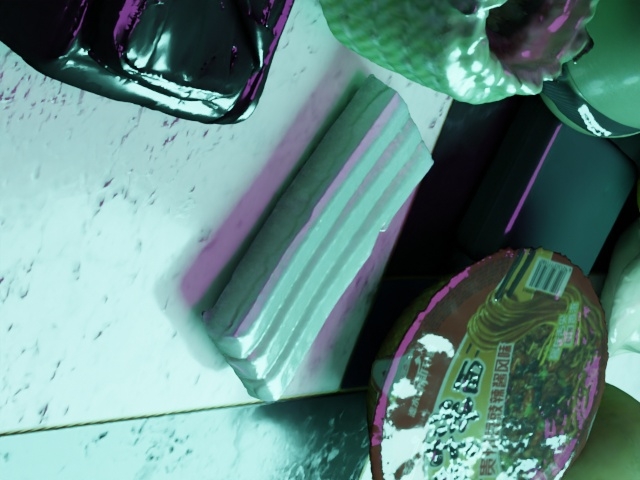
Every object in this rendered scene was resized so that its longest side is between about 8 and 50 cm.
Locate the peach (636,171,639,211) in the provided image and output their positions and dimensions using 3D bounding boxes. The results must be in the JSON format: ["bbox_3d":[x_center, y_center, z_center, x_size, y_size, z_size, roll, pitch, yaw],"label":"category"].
[{"bbox_3d":[0.410,-0.038,1.764,0.231,0.231,0.231,-39,144,-36],"label":"peach"}]

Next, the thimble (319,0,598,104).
[{"bbox_3d":[0.105,-0.202,1.286,0.219,0.150,0.219,-40,145,-36],"label":"thimble"}]

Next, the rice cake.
[{"bbox_3d":[0.000,0.000,1.397,0.237,0.043,0.127,-55,150,-13],"label":"rice cake"}]

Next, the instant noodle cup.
[{"bbox_3d":[0.122,0.121,1.618,0.274,0.091,0.274,-16,117,-34],"label":"instant noodle cup"}]

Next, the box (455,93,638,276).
[{"bbox_3d":[0.208,-0.035,1.704,0.160,0.050,0.230,-63,152,1],"label":"box"}]

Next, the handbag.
[{"bbox_3d":[-0.056,-0.202,1.098,0.244,0.088,0.275,14,101,-65],"label":"handbag"}]

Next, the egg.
[{"bbox_3d":[0.239,0.237,1.818,0.218,0.218,0.295,-65,162,5],"label":"egg"}]

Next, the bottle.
[{"bbox_3d":[0.269,-0.162,1.449,0.168,0.168,0.347,-55,-170,-13],"label":"bottle"}]

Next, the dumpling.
[{"bbox_3d":[0.359,0.039,1.939,0.250,0.132,0.162,-47,161,4],"label":"dumpling"}]
